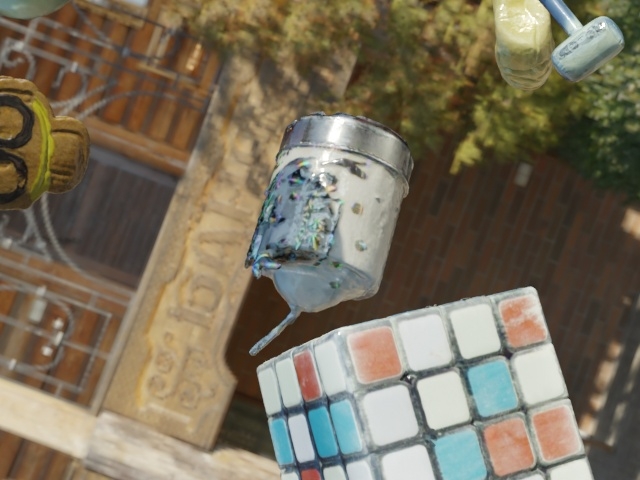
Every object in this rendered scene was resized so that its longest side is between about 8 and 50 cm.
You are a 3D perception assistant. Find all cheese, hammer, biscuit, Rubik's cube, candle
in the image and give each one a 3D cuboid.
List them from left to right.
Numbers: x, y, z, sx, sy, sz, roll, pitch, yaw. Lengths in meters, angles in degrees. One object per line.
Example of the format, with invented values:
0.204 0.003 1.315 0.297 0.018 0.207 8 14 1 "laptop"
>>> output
-0.498 -0.149 1.540 0.041 0.290 0.209 16 101 62 "biscuit"
0.000 0.000 1.303 0.187 0.187 0.330 113 174 -71 "candle"
0.107 0.215 1.100 0.256 0.258 0.254 -34 67 61 "Rubik's cube"
0.409 -0.421 2.006 0.214 0.117 0.226 51 -141 -66 "cheese"
0.405 -0.354 1.643 0.116 0.194 0.069 -37 -31 16 "hammer"

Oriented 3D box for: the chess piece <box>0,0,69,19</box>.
-0.397 -0.423 1.134 0.330 0.182 0.182 57 -133 -56 "chess piece"
